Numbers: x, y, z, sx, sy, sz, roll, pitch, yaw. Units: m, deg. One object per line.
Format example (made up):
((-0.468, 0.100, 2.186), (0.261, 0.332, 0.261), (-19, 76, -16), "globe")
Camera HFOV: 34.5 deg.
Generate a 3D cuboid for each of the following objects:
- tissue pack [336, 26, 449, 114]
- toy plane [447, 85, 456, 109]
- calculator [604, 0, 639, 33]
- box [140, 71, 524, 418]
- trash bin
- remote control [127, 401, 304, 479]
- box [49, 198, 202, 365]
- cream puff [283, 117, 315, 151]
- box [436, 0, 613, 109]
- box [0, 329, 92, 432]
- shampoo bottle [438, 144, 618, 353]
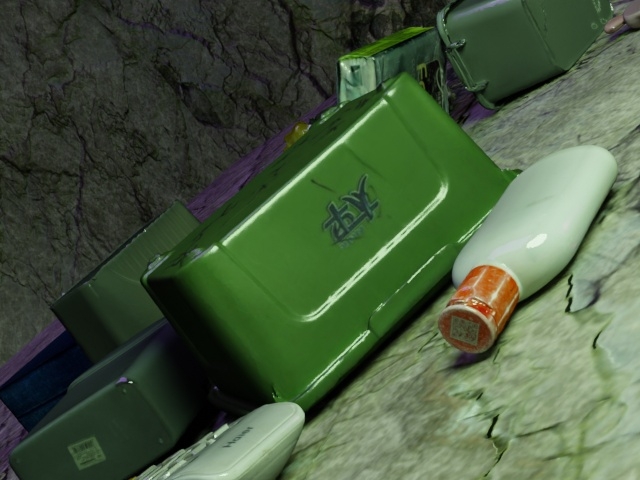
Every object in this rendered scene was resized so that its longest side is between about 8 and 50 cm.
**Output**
((0.098, -0.178, 1.347), (0.073, 0.173, 0.235), (6, 21, 27), "tissue pack")
((0.160, -0.206, 1.641), (0.108, 0.092, 0.286), (-9, 16, 14), "toy plane")
((0.428, -0.302, 1.274), (0.166, 0.024, 0.103), (-30, 13, 28), "calculator")
((0.000, 0.000, 0.954), (0.329, 0.177, 0.253), (-41, 9, -18), "box")
((-0.194, 0.167, 1.050), (0.177, 0.101, 0.236), (-32, 6, 13), "trash bin")
((-0.132, 0.214, 0.824), (0.313, 0.055, 0.109), (-34, 0, 40), "remote control")
((-0.198, 0.074, 1.318), (0.138, 0.178, 0.274), (-30, 13, 37), "box")
((0.010, -0.136, 1.759), (0.156, 0.156, 0.121), (-40, 52, -11), "cream puff")
((0.289, -0.303, 1.416), (0.135, 0.163, 0.243), (-14, 23, 46), "box")
((-0.292, 0.143, 1.511), (0.261, 0.116, 0.279), (-31, 12, 38), "box")
((0.150, 0.004, 0.772), (0.108, 0.051, 0.221), (-25, 15, 43), "shampoo bottle")
